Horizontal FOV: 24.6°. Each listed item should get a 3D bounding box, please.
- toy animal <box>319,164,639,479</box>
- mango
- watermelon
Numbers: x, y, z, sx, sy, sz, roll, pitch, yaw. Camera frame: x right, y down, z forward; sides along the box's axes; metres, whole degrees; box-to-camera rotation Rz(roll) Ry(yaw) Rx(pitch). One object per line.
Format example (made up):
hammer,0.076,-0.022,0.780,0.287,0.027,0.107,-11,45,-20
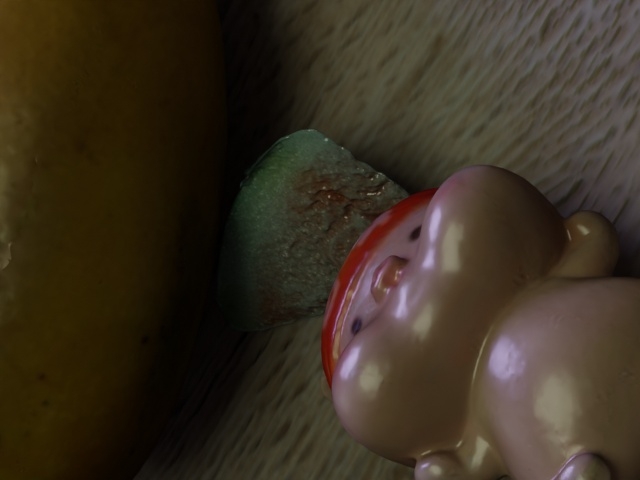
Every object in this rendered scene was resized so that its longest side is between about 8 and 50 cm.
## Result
toy animal,0.094,0.053,0.746,0.197,0.171,0.171,25,107,31
mango,-0.183,-0.027,0.907,0.300,0.232,0.446,9,86,61
watermelon,-0.007,-0.005,0.878,0.094,0.081,0.180,52,139,3
